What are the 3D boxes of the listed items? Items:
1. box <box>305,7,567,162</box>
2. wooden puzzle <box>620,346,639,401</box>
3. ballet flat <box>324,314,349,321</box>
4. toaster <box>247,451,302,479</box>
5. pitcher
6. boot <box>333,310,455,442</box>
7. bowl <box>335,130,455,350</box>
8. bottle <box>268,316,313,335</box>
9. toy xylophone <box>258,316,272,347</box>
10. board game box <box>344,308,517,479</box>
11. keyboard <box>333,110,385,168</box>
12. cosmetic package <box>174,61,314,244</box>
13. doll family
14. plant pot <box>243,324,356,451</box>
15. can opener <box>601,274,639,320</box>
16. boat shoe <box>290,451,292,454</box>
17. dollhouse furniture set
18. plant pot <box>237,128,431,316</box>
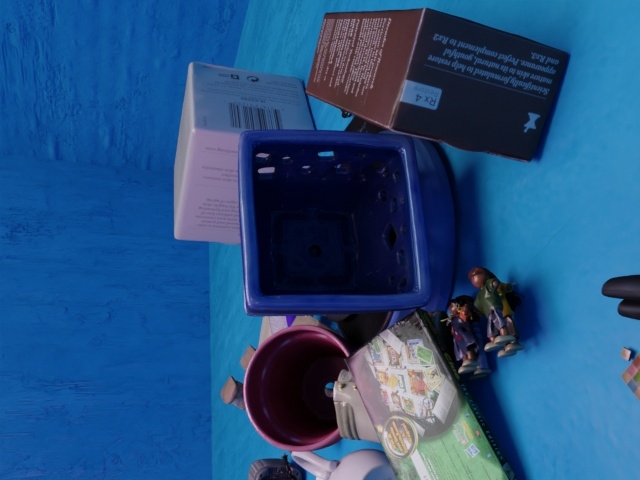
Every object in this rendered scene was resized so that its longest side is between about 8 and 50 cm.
[{"bbox_3d":[0.123,-0.223,0.816,0.381,0.191,0.143,-127,49,-63],"label":"box"},{"bbox_3d":[0.292,0.122,0.523,0.083,0.006,0.049,-108,29,-50],"label":"wooden puzzle"},{"bbox_3d":[-0.001,0.109,1.066,0.203,0.074,0.074,171,103,-71],"label":"ballet flat"},{"bbox_3d":[-0.117,0.625,1.465,0.146,0.129,0.226,151,120,-71],"label":"toaster"},{"bbox_3d":[0.045,0.386,0.958,0.125,0.178,0.207,-58,4,-25],"label":"pitcher"},{"bbox_3d":[0.102,0.196,0.848,0.165,0.077,0.213,6,95,30],"label":"boot"},{"bbox_3d":[0.095,0.005,1.017,0.391,0.077,0.390,-179,90,-71],"label":"bowl"},{"bbox_3d":[-0.058,0.229,1.363,0.118,0.092,0.282,14,115,62],"label":"bottle"},{"bbox_3d":[-0.095,0.240,1.565,0.236,0.081,0.322,-116,35,-57],"label":"toy xylophone"},{"bbox_3d":[0.133,0.229,0.748,0.136,0.030,0.259,-37,58,21],"label":"board game box"},{"bbox_3d":[0.089,-0.236,1.199,0.317,0.033,0.201,138,127,-64],"label":"keyboard"},{"bbox_3d":[-0.233,-0.234,1.706,0.327,0.330,0.393,-104,26,-42],"label":"cosmetic package"},{"bbox_3d":[0.193,0.095,0.730,0.193,0.076,0.111,117,147,-56],"label":"doll family"},{"bbox_3d":[-0.005,0.253,1.033,0.180,0.202,0.201,34,-126,-66],"label":"plant pot"},{"bbox_3d":[0.298,0.046,0.467,0.059,0.073,0.186,54,161,-1],"label":"can opener"},{"bbox_3d":[-0.094,0.468,1.522,0.219,0.070,0.077,-123,41,-62],"label":"boat shoe"},{"bbox_3d":[-0.044,0.278,1.203,0.242,0.212,0.161,-59,15,-7],"label":"dollhouse furniture set"},{"bbox_3d":[0.000,-0.005,0.835,0.212,0.236,0.235,127,141,-71],"label":"plant pot"}]
